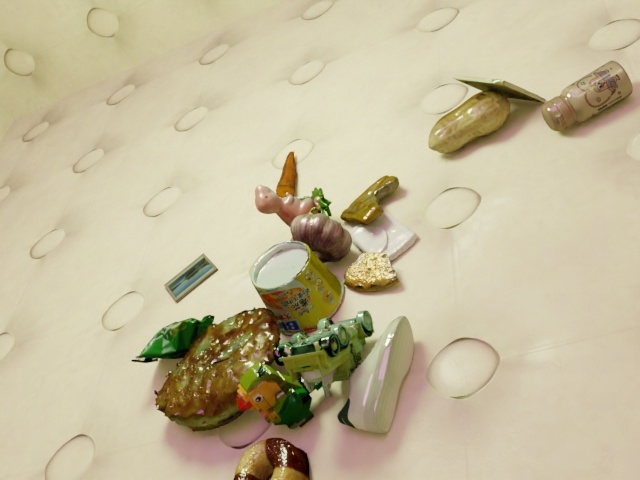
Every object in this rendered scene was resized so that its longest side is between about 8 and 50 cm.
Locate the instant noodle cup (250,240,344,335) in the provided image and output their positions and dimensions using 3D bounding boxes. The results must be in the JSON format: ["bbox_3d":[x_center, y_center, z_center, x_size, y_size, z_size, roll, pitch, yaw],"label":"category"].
[{"bbox_3d":[-0.060,0.104,1.902,0.205,0.153,0.205,-20,37,16],"label":"instant noodle cup"}]

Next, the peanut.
[{"bbox_3d":[0.386,-0.308,2.084,0.236,0.110,0.120,-31,44,6],"label":"peanut"}]

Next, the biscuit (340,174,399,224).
[{"bbox_3d":[0.143,-0.107,2.056,0.183,0.039,0.174,-43,15,-14],"label":"biscuit"}]

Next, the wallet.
[{"bbox_3d":[0.151,-0.012,1.980,0.124,0.032,0.183,-36,34,-8],"label":"wallet"}]

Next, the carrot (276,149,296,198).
[{"bbox_3d":[-0.098,-0.207,2.392,0.057,0.057,0.224,-20,34,17],"label":"carrot"}]

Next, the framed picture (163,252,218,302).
[{"bbox_3d":[-0.369,0.105,2.258,0.149,0.011,0.109,-39,36,-10],"label":"framed picture"}]

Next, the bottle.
[{"bbox_3d":[0.642,-0.348,1.946,0.209,0.097,0.110,-30,21,5],"label":"bottle"}]

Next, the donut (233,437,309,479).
[{"bbox_3d":[-0.101,0.471,1.564,0.166,0.073,0.184,-16,37,27],"label":"donut"}]

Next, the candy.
[{"bbox_3d":[-0.357,0.253,1.979,0.203,0.141,0.078,-33,63,5],"label":"candy"}]

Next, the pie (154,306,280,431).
[{"bbox_3d":[-0.222,0.293,1.813,0.355,0.103,0.288,-24,32,30],"label":"pie"}]

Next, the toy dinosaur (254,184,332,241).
[{"bbox_3d":[-0.066,-0.073,2.070,0.177,0.194,0.152,-21,2,-38],"label":"toy dinosaur"}]

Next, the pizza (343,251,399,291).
[{"bbox_3d":[0.124,0.077,1.886,0.160,0.036,0.099,-3,59,37],"label":"pizza"}]

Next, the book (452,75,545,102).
[{"bbox_3d":[0.468,-0.396,2.084,0.168,0.192,0.013,19,97,48],"label":"book"}]

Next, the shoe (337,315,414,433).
[{"bbox_3d":[0.110,0.268,1.625,0.110,0.095,0.265,-8,44,33],"label":"shoe"}]

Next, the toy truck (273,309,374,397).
[{"bbox_3d":[0.022,0.239,1.661,0.128,0.135,0.259,-15,7,27],"label":"toy truck"}]

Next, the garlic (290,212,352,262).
[{"bbox_3d":[0.000,0.000,1.974,0.147,0.159,0.102,-31,31,51],"label":"garlic"}]

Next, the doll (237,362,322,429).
[{"bbox_3d":[-0.086,0.316,1.654,0.134,0.186,0.106,-61,36,9],"label":"doll"}]
